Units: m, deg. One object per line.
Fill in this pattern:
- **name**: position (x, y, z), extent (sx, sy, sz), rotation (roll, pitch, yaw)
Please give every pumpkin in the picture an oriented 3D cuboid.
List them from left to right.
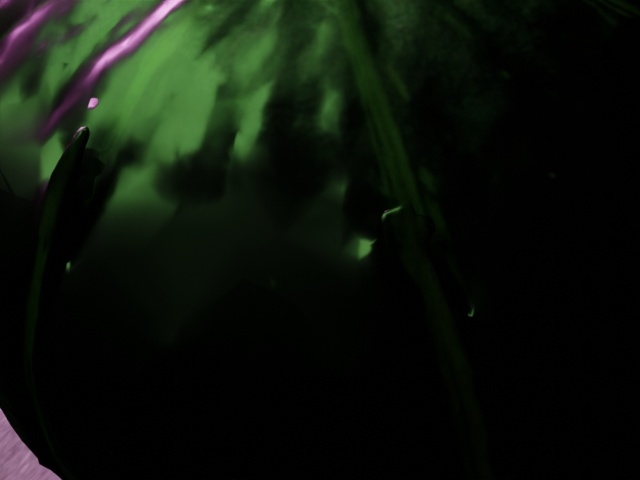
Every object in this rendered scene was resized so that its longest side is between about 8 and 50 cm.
- **pumpkin**: position (0.027, -0.004, 0.563), extent (0.296, 0.296, 0.296), rotation (-37, 20, 16)
